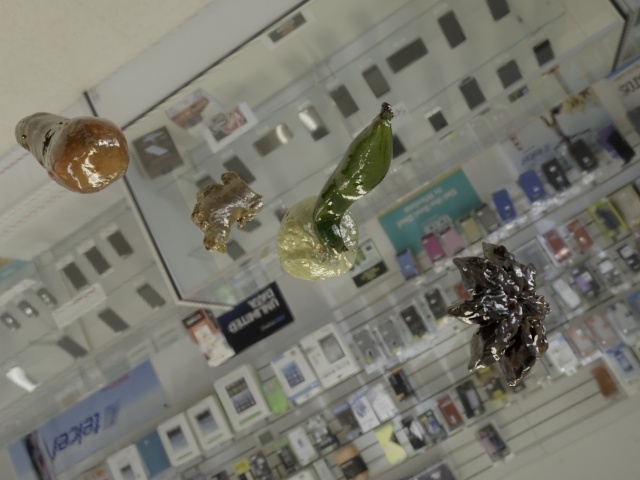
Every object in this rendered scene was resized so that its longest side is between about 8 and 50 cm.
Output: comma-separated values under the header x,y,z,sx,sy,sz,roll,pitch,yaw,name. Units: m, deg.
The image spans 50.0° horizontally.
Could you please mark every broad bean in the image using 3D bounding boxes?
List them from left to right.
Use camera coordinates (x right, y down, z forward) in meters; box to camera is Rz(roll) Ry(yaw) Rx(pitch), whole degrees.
x,y,z,sx,sy,sz,roll,pitch,yaw,name
0.044,-0.078,0.888,0.048,0.070,0.214,-37,153,-62,broad bean

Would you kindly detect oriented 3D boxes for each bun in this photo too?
x,y,z,sx,sy,sz,roll,pitch,yaw,name
0.000,0.000,1.657,0.220,0.221,0.134,-24,-156,-18,bun

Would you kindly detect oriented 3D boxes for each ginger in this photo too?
x,y,z,sx,sy,sz,roll,pitch,yaw,name
-0.218,-0.064,1.509,0.213,0.137,0.074,-53,170,-35,ginger

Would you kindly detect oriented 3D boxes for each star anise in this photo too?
x,y,z,sx,sy,sz,roll,pitch,yaw,name
0.319,0.118,1.150,0.108,0.236,0.223,-18,-176,41,star anise

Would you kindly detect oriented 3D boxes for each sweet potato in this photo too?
x,y,z,sx,sy,sz,roll,pitch,yaw,name
-0.310,-0.111,0.853,0.097,0.098,0.291,-19,-159,-32,sweet potato
